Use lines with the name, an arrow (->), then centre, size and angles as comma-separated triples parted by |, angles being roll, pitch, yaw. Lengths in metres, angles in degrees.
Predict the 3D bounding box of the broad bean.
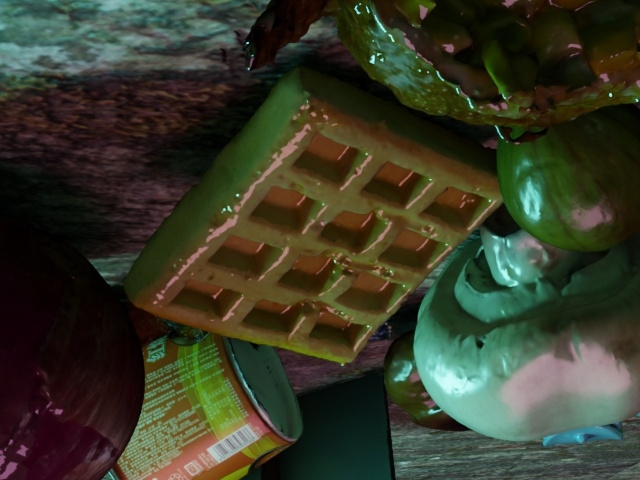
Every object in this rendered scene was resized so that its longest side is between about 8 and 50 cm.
broad bean -> 0.161, 0.157, 1.368 | 0.156, 0.122, 0.228 | -14, 159, 22

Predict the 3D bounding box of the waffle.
waffle -> -0.001, -0.007, 0.917 | 0.221, 0.055, 0.248 | 18, 126, -38

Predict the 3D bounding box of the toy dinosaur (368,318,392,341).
toy dinosaur -> 0.058, 0.096, 1.322 | 0.047, 0.030, 0.083 | -3, 157, 1

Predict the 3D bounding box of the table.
table -> -0.088, 0.271, 1.511 | 0.282, 0.196, 0.251 | -23, 149, 38

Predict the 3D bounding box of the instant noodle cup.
instant noodle cup -> -0.130, 0.182, 1.271 | 0.174, 0.213, 0.213 | -28, 152, 11

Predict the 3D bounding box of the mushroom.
mushroom -> 0.200, 0.046, 1.040 | 0.260, 0.234, 0.254 | -33, -153, -27

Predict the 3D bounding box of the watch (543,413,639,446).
watch -> 0.272, 0.124, 1.257 | 0.211, 0.210, 0.193 | -9, 171, 13

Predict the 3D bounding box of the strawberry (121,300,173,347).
strawberry -> -0.247, 0.101, 1.212 | 0.187, 0.082, 0.146 | -15, -167, 6

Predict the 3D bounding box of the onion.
onion -> -0.335, 0.155, 0.963 | 0.348, 0.385, 0.347 | 12, 156, 6

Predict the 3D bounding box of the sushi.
sushi -> 0.112, -0.143, 0.614 | 0.297, 0.166, 0.179 | 8, 178, -10

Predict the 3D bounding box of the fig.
fig -> 0.149, -0.086, 0.842 | 0.236, 0.124, 0.124 | 39, 139, -24
